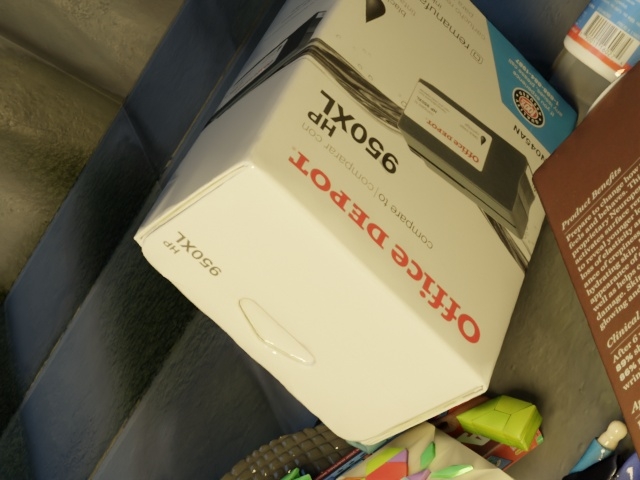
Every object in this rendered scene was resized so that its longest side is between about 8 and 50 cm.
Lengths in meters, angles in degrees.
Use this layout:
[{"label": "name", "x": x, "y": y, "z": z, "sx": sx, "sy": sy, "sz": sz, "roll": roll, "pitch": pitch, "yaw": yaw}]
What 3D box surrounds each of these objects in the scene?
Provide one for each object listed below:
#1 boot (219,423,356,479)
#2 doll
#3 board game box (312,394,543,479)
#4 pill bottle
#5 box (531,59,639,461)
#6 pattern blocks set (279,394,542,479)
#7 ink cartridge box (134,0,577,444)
[{"label": "boot", "x": -0.064, "y": 0.314, "z": 1.355, "sx": 0.223, "sy": 0.338, "sz": 0.118, "roll": 83, "pitch": 162, "yaw": -55}, {"label": "doll", "x": 0.221, "y": 0.193, "z": 1.045, "sx": 0.189, "sy": 0.046, "sz": 0.129, "roll": -40, "pitch": 32, "yaw": 51}, {"label": "board game box", "x": 0.046, "y": 0.226, "z": 1.202, "sx": 0.281, "sy": 0.027, "sz": 0.145, "roll": -34, "pitch": 22, "yaw": -16}, {"label": "pill bottle", "x": 0.324, "y": -0.227, "z": 1.201, "sx": 0.221, "sy": 0.124, "sz": 0.124, "roll": -54, "pitch": 25, "yaw": 14}, {"label": "box", "x": 0.294, "y": 0.021, "z": 0.978, "sx": 0.191, "sy": 0.143, "sz": 0.381, "roll": -49, "pitch": 28, "yaw": 27}, {"label": "pattern blocks set", "x": 0.065, "y": 0.216, "z": 1.120, "sx": 0.285, "sy": 0.026, "sz": 0.325, "roll": -39, "pitch": 22, "yaw": -28}, {"label": "ink cartridge box", "x": 0.052, "y": -0.060, "z": 1.248, "sx": 0.166, "sy": 0.285, "sz": 0.395, "roll": -32, "pitch": 22, "yaw": 41}]
